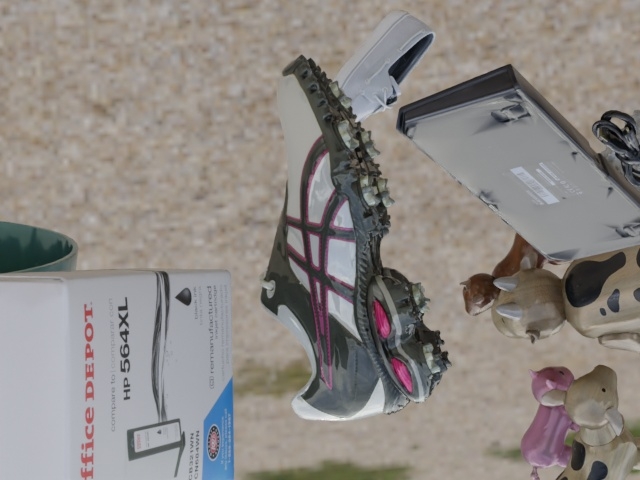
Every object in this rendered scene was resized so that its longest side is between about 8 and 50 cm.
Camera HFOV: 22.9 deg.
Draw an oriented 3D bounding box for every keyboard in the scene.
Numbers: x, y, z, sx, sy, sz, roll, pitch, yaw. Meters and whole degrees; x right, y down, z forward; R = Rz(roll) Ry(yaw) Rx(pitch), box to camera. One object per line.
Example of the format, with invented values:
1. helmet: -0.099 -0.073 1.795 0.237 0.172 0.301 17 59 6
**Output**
1. keyboard: 0.132 -0.041 0.865 0.108 0.023 0.180 -14 147 34

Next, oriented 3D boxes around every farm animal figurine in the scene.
1. farm animal figurine: 0.250 0.080 1.431 0.172 0.330 0.327 14 136 -42

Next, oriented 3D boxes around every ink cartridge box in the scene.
1. ink cartridge box: -0.136 0.092 0.975 0.086 0.148 0.203 0 -179 24

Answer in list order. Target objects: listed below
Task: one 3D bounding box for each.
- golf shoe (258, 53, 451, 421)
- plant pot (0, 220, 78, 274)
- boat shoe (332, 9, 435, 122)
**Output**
1. golf shoe: 0.000 0.000 1.161 0.120 0.273 0.105 -19 172 14
2. plant pot: -0.326 0.118 1.160 0.293 0.235 0.293 2 -171 0
3. boat shoe: 0.066 -0.181 1.820 0.063 0.184 0.066 29 159 27
